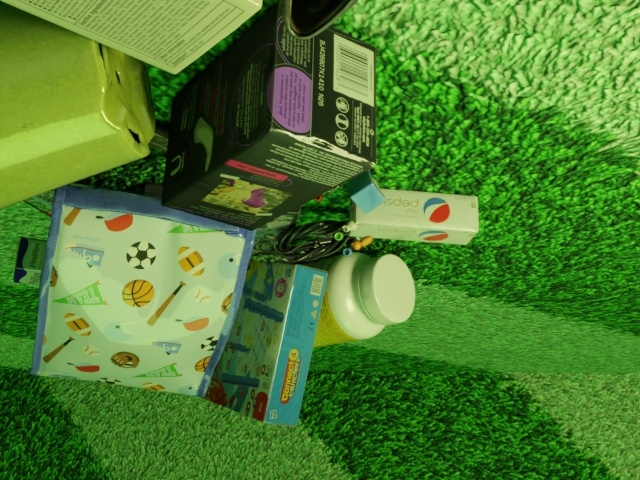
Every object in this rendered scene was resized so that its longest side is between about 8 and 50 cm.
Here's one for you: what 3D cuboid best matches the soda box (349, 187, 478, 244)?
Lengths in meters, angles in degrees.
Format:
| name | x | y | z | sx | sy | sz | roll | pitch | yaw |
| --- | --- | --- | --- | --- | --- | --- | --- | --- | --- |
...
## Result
| name | x | y | z | sx | sy | sz | roll | pitch | yaw |
| --- | --- | --- | --- | --- | --- | --- | --- | --- | --- |
| soda box | 0.161 | -0.042 | 1.293 | 0.216 | 0.069 | 0.074 | 4 | 161 | -6 |

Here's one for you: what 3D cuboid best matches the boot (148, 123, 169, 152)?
| name | x | y | z | sx | sy | sz | roll | pitch | yaw |
| --- | --- | --- | --- | --- | --- | --- | --- | --- | --- |
| boot | -0.246 | -0.140 | 1.106 | 0.114 | 0.037 | 0.106 | 11 | 146 | -33 |

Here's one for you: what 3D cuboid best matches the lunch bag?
| name | x | y | z | sx | sy | sz | roll | pitch | yaw |
| --- | --- | --- | --- | --- | --- | --- | --- | --- | --- |
| lunch bag | -0.305 | 0.065 | 1.275 | 0.327 | 0.239 | 0.386 | 9 | 136 | -16 |

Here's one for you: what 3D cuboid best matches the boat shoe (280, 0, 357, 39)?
| name | x | y | z | sx | sy | sz | roll | pitch | yaw |
| --- | --- | --- | --- | --- | --- | --- | --- | --- | --- |
| boat shoe | 0.034 | -0.270 | 0.627 | 0.102 | 0.093 | 0.285 | 10 | 159 | -22 |

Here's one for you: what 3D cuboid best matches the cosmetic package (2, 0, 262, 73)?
| name | x | y | z | sx | sy | sz | roll | pitch | yaw |
| --- | --- | --- | --- | --- | --- | --- | --- | --- | --- |
| cosmetic package | -0.213 | -0.270 | 0.628 | 0.309 | 0.113 | 0.160 | 19 | 154 | -38 |

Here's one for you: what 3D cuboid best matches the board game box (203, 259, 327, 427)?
| name | x | y | z | sx | sy | sz | roll | pitch | yaw |
| --- | --- | --- | --- | --- | --- | --- | --- | --- | --- |
| board game box | -0.140 | 0.195 | 1.533 | 0.086 | 0.309 | 0.301 | 17 | 171 | -39 |

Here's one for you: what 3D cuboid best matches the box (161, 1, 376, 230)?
| name | x | y | z | sx | sy | sz | roll | pitch | yaw |
| --- | --- | --- | --- | --- | --- | --- | --- | --- | --- |
| box | -0.069 | -0.135 | 0.909 | 0.143 | 0.165 | 0.270 | 16 | 157 | -33 |

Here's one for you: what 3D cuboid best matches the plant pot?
| name | x | y | z | sx | sy | sz | roll | pitch | yaw |
| --- | --- | --- | --- | --- | --- | --- | --- | --- | --- |
| plant pot | -0.327 | -0.154 | 0.803 | 0.253 | 0.276 | 0.276 | -12 | 159 | 4 |

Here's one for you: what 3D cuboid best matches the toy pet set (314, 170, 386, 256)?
| name | x | y | z | sx | sy | sz | roll | pitch | yaw |
| --- | --- | --- | --- | --- | --- | --- | --- | --- | --- |
| toy pet set | 0.050 | -0.052 | 1.207 | 0.114 | 0.122 | 0.065 | -32 | 170 | 16 |

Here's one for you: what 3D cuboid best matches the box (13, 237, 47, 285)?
| name | x | y | z | sx | sy | sz | roll | pitch | yaw |
| --- | --- | --- | --- | --- | --- | --- | --- | --- | --- |
| box | -0.599 | 0.055 | 1.642 | 0.137 | 0.072 | 0.126 | 11 | 158 | -21 |

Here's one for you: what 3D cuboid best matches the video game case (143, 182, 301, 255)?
| name | x | y | z | sx | sy | sz | roll | pitch | yaw |
| --- | --- | --- | --- | --- | --- | --- | --- | --- | --- |
| video game case | -0.188 | -0.032 | 1.407 | 0.274 | 0.035 | 0.248 | 5 | 160 | -8 |

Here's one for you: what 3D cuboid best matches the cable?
| name | x | y | z | sx | sy | sz | roll | pitch | yaw |
| --- | --- | --- | --- | --- | --- | --- | --- | --- | --- |
| cable | 0.000 | 0.000 | 1.403 | 0.184 | 0.047 | 0.150 | -3 | 164 | -28 |

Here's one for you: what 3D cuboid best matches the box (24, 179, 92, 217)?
| name | x | y | z | sx | sy | sz | roll | pitch | yaw |
| --- | --- | --- | --- | --- | --- | --- | --- | --- | --- |
| box | -0.467 | -0.093 | 1.264 | 0.114 | 0.036 | 0.207 | -4 | 160 | 17 |

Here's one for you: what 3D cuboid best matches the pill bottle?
| name | x | y | z | sx | sy | sz | roll | pitch | yaw |
| --- | --- | --- | --- | --- | --- | --- | --- | --- | --- |
| pill bottle | 0.030 | 0.130 | 1.611 | 0.333 | 0.188 | 0.187 | -15 | 154 | 41 |
